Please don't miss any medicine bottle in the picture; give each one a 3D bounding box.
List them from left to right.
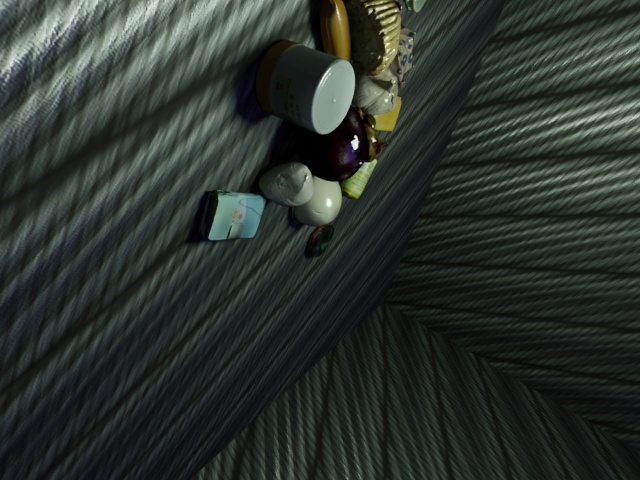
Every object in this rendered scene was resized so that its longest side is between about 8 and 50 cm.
[{"bbox_3d":[-0.046,-0.485,1.325,0.238,0.232,0.237,-44,152,-31],"label":"medicine bottle"},{"bbox_3d":[0.186,-0.326,2.118,0.238,0.124,0.124,-63,156,8],"label":"medicine bottle"}]

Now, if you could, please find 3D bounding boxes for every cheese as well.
[{"bbox_3d":[-0.111,-0.205,1.568,0.189,0.198,0.154,2,77,-74],"label":"cheese"}]

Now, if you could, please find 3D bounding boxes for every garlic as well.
[{"bbox_3d":[0.240,-0.597,1.628,0.219,0.212,0.218,-3,97,-30],"label":"garlic"}]

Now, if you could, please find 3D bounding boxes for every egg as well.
[{"bbox_3d":[0.017,-0.168,1.887,0.286,0.174,0.264,-31,146,-55],"label":"egg"}]

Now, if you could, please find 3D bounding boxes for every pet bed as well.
[{"bbox_3d":[0.000,0.000,2.192,0.201,0.054,0.201,-46,152,-33],"label":"pet bed"}]

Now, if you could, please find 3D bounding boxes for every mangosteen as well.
[{"bbox_3d":[0.082,-0.375,1.570,0.348,0.306,0.306,-8,139,-7],"label":"mangosteen"}]

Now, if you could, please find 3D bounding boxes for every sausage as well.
[{"bbox_3d":[0.048,-0.720,1.410,0.112,0.112,0.328,-53,156,-17],"label":"sausage"}]

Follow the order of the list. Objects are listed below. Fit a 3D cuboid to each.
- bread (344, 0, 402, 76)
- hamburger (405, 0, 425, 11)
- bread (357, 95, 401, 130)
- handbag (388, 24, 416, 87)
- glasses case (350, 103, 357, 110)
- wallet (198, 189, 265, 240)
[{"bbox_3d":[0.185,-0.730,1.478,0.150,0.274,0.274,-24,146,-12],"label":"bread"},{"bbox_3d":[0.423,-1.077,1.812,0.140,0.063,0.132,-13,132,-62],"label":"hamburger"},{"bbox_3d":[0.277,-0.622,1.976,0.275,0.114,0.184,-21,131,-57],"label":"bread"},{"bbox_3d":[0.286,-0.766,1.722,0.190,0.193,0.251,-54,155,-12],"label":"handbag"},{"bbox_3d":[0.112,-0.535,1.737,0.067,0.109,0.282,-51,157,6],"label":"glasses case"},{"bbox_3d":[-0.305,-0.087,1.454,0.251,0.075,0.176,-5,118,-61],"label":"wallet"}]
